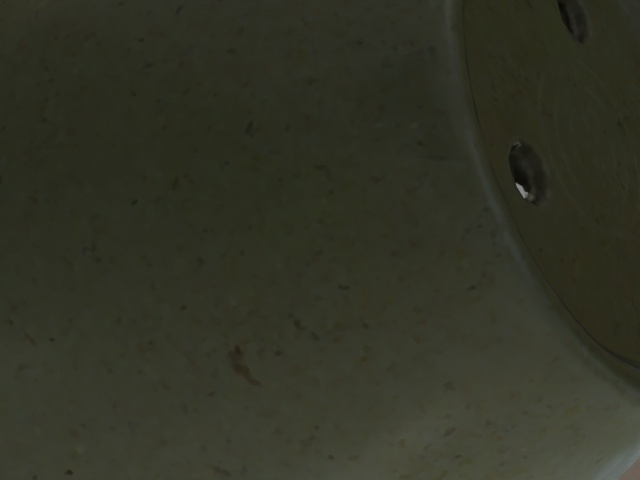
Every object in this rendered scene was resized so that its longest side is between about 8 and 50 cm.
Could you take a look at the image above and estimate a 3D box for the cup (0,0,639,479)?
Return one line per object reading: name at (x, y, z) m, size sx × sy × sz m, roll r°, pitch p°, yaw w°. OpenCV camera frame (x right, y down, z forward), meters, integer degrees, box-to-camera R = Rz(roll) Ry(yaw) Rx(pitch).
cup at (0.000, 0.000, 0.459) m, size 0.331 × 0.237 × 0.331 m, roll 25°, pitch -125°, yaw -42°
